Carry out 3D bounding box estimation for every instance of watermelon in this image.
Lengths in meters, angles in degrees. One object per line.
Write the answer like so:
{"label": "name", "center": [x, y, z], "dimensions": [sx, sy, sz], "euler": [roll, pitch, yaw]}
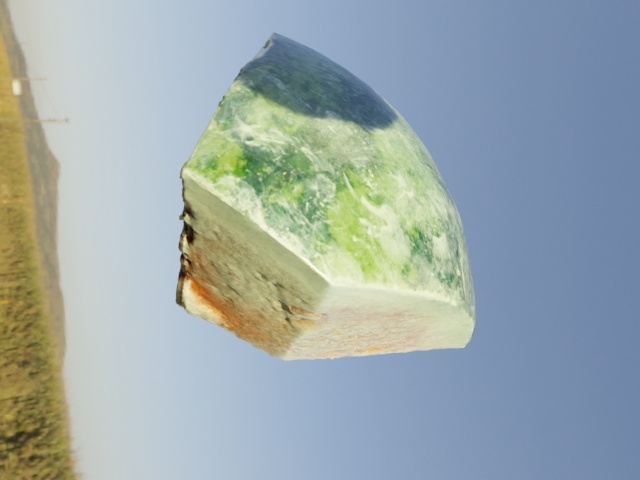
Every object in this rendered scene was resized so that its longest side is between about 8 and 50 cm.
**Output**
{"label": "watermelon", "center": [0.000, 0.000, 0.507], "dimensions": [0.214, 0.289, 0.320], "euler": [-41, -154, 13]}
